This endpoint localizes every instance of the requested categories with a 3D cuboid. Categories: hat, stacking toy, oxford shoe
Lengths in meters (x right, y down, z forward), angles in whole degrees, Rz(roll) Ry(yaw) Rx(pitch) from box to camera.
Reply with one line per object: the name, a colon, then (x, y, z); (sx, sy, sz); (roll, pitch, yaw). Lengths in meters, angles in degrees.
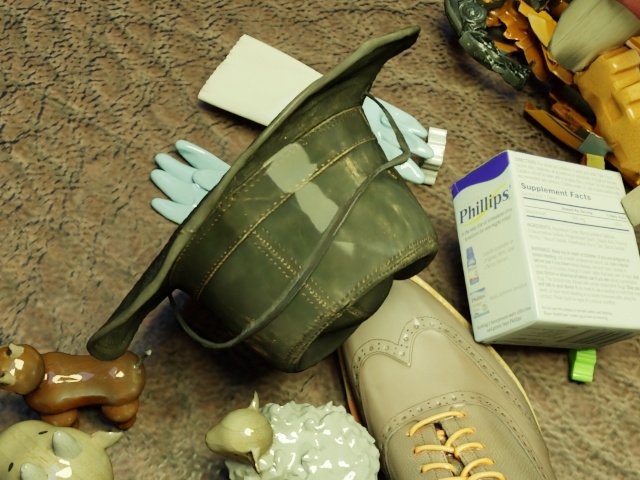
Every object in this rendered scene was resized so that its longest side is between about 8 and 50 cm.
hat: (0.000, 0.000, 0.610); (0.134, 0.331, 0.331); (42, 63, 0)
stacking toy: (0.164, 0.004, 0.788); (0.167, 0.052, 0.221); (11, 60, 0)
oxford shoe: (0.108, 0.159, 0.629); (0.130, 0.132, 0.363); (-29, 65, -1)

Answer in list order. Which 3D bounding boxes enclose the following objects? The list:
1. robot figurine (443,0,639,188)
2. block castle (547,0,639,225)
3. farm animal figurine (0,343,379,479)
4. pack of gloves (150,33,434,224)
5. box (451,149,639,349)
robot figurine: (0.259, -0.187, 0.892); (0.211, 0.085, 0.291); (-36, 70, -24)
block castle: (0.407, -0.057, 0.654); (0.303, 0.213, 0.453); (-20, 80, -20)
farm animal figurine: (-0.151, 0.208, 0.564); (0.327, 0.172, 0.330); (19, 60, 5)
pack of gloves: (-0.027, -0.061, 0.813); (0.232, 0.046, 0.195); (29, 75, 18)
box: (0.181, 0.011, 0.705); (0.126, 0.072, 0.137); (7, 67, -31)
